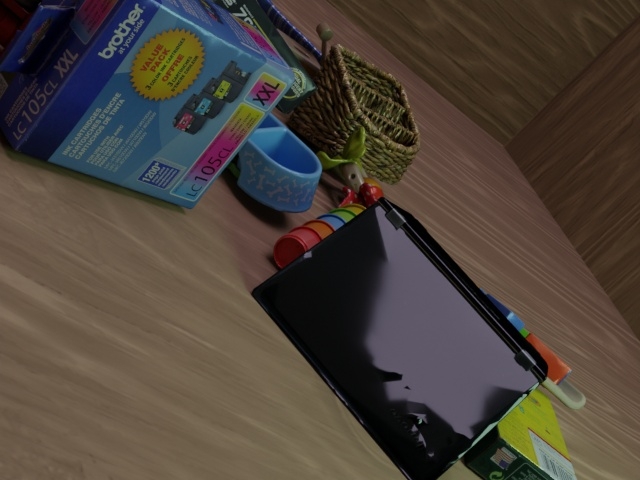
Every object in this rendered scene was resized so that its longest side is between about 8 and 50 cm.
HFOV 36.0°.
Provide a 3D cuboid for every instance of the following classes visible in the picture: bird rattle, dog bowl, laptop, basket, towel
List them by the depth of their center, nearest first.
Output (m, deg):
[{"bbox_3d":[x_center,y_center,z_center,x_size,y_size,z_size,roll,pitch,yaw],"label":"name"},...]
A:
[{"bbox_3d":[0.151,0.148,1.593,0.382,0.236,0.408,49,8,12],"label":"laptop"},{"bbox_3d":[-0.117,-0.171,1.755,0.297,0.074,0.166,44,30,21],"label":"dog bowl"},{"bbox_3d":[0.093,-0.104,2.070,0.253,0.143,0.207,61,8,33],"label":"bird rattle"},{"bbox_3d":[0.116,-0.279,2.260,0.213,0.223,0.299,39,11,38],"label":"basket"},{"bbox_3d":[-0.045,-0.465,2.489,0.336,0.040,0.243,45,-12,0],"label":"towel"}]

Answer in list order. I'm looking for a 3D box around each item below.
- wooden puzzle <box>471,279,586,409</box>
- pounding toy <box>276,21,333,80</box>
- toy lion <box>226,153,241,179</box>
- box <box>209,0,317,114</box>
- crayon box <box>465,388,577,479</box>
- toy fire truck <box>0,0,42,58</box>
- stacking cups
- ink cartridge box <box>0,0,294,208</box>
[{"bbox_3d":[0.346,0.165,1.944,0.348,0.080,0.322,36,5,-27],"label":"wooden puzzle"},{"bbox_3d":[-0.041,-0.410,2.294,0.181,0.206,0.094,29,24,-40],"label":"pounding toy"},{"bbox_3d":[-0.146,-0.137,1.779,0.096,0.034,0.100,22,28,-34],"label":"toy lion"},{"bbox_3d":[-0.177,-0.438,1.993,0.318,0.097,0.395,51,-1,-26],"label":"box"},{"bbox_3d":[0.333,0.327,1.708,0.202,0.081,0.318,39,20,-14],"label":"crayon box"},{"bbox_3d":[-0.417,-0.371,1.414,0.246,0.217,0.158,40,20,-11],"label":"toy fire truck"},{"bbox_3d":[0.000,0.000,1.724,0.096,0.096,0.316,48,24,10],"label":"stacking cups"},{"bbox_3d":[-0.262,-0.224,1.339,0.395,0.270,0.151,20,25,-51],"label":"ink cartridge box"}]
